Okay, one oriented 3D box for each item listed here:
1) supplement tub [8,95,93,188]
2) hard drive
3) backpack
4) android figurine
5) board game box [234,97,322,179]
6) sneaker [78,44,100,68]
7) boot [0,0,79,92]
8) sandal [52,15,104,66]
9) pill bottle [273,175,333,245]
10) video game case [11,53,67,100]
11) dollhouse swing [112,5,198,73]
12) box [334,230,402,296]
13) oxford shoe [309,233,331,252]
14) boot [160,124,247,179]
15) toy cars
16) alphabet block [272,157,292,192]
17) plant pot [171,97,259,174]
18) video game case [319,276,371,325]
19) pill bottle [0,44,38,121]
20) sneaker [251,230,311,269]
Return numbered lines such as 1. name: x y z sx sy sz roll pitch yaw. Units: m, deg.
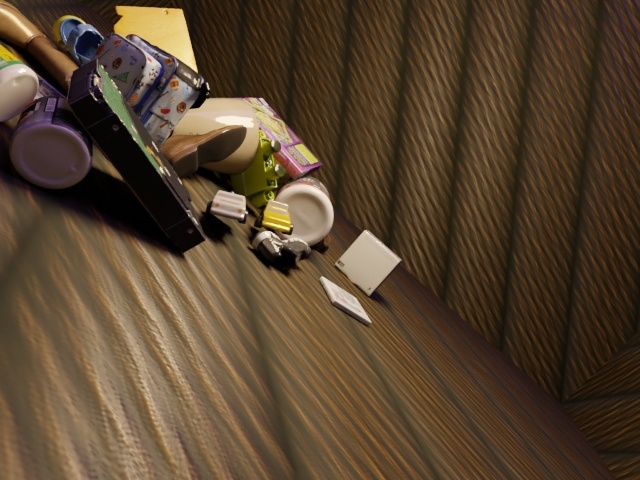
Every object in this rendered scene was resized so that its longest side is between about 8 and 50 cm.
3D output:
1. supplement tub: -0.453 -0.175 0.806 0.117 0.117 0.190 33 12 -37
2. hard drive: -0.350 -0.160 0.913 0.237 0.064 0.339 53 -9 51
3. backpack: -0.452 -0.353 1.165 0.276 0.263 0.213 38 14 33
4. android figurine: -0.220 -0.235 1.584 0.056 0.273 0.248 -3 80 -42
5. board game box: -0.155 -0.372 1.695 0.347 0.056 0.208 48 22 2
6. sneaker: -0.673 -0.560 1.623 0.109 0.130 0.286 42 9 21
7. boot: -0.735 -0.496 1.246 0.269 0.089 0.236 44 11 13
8. sandal: -0.625 -0.501 1.365 0.317 0.126 0.138 47 -14 -33
9. pill bottle: -0.066 -0.122 1.699 0.210 0.210 0.363 38 10 -11
10. video game case: -0.686 -0.369 1.058 0.201 0.023 0.183 39 10 -1
11. dollhouse swing: -0.580 -0.584 1.675 0.315 0.346 0.305 -17 7 -36
12. box: 0.185 0.085 1.808 0.181 0.182 0.119 42 10 10
13. oxford shoe: 0.000 0.000 1.802 0.096 0.083 0.227 59 20 0
14. boot: -0.342 -0.283 1.357 0.115 0.112 0.305 38 47 19
15. toy cars: -0.182 -0.082 1.282 0.176 0.087 0.394 13 -1 28
16. alphabet block: -0.225 -0.290 1.807 0.193 0.192 0.197 57 11 6
17. plant pot: -0.382 -0.344 1.500 0.274 0.256 0.256 -4 41 -48
18. video game case: 0.075 0.185 1.447 0.157 0.019 0.143 34 11 -28
19. pill bottle: -0.613 -0.313 0.811 0.208 0.117 0.117 40 10 -6
20. sneaker: -0.089 0.042 1.317 0.106 0.078 0.234 49 17 29
